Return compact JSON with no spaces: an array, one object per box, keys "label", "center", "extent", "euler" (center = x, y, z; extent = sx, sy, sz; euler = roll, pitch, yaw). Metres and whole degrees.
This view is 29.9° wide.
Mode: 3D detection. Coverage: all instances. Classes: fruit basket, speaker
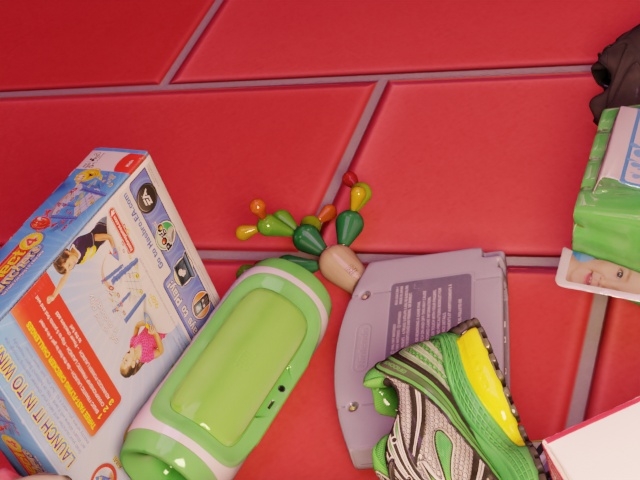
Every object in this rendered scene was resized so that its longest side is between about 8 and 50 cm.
[{"label":"fruit basket","center":[0.463,-0.042,1.320],"extent":[0.353,0.165,0.327],"euler":[5,45,23]},{"label":"speaker","center":[-0.100,0.157,1.356],"extent":[0.131,0.131,0.296],"euler":[9,47,31]}]

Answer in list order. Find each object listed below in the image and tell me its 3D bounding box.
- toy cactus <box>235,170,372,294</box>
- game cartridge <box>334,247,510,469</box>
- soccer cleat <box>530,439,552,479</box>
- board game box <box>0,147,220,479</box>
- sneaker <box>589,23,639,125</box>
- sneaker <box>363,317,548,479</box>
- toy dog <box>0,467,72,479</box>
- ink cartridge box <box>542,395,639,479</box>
[{"label":"toy cactus","center":[0.000,0.000,1.530],"extent":[0.219,0.112,0.180],"euler":[-30,49,-25]},{"label":"game cartridge","center":[0.115,0.130,1.355],"extent":[0.196,0.060,0.294],"euler":[-5,41,13]},{"label":"soccer cleat","center":[0.203,0.233,1.190],"extent":[0.178,0.060,0.072],"euler":[-11,39,6]},{"label":"board game box","center":[-0.246,0.109,1.330],"extent":[0.086,0.308,0.302],"euler":[8,46,33]},{"label":"sneaker","center":[0.440,-0.253,1.626],"extent":[0.130,0.109,0.286],"euler":[-1,40,31]},{"label":"sneaker","center":[0.134,0.233,1.104],"extent":[0.146,0.134,0.344],"euler":[-20,42,2]},{"label":"toy dog","center":[-0.388,0.343,1.128],"extent":[0.407,0.284,0.396],"euler":[-9,71,3]},{"label":"ink cartridge box","center":[0.300,0.240,1.000],"extent":[0.172,0.237,0.100],"euler":[-23,36,-4]}]
